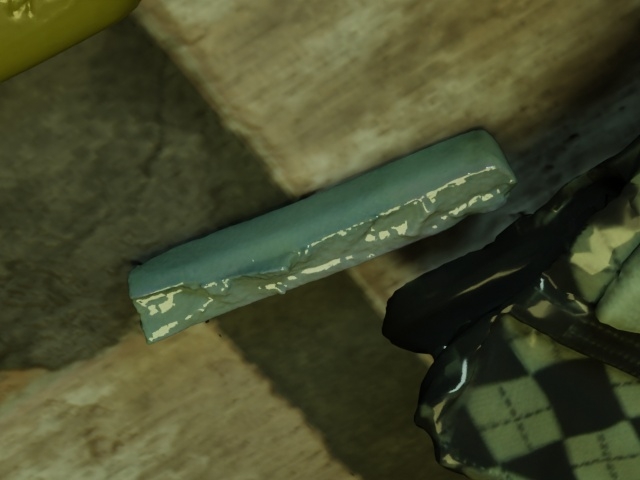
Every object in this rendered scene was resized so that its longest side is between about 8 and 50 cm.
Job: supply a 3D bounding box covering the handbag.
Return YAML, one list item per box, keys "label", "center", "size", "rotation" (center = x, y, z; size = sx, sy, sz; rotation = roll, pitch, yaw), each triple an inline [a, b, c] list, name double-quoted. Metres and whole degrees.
- label: "handbag"
  center: [0.253, -0.018, 0.616]
  size: [0.317, 0.180, 0.416]
  rotation: [22, 123, -27]

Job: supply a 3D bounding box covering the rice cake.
- label: "rice cake"
  center: [0.000, 0.000, 0.654]
  size: [0.180, 0.042, 0.030]
  rotation: [-21, 129, 3]

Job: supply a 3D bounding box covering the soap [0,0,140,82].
- label: "soap"
  center: [-0.129, -0.096, 0.538]
  size: [0.140, 0.045, 0.089]
  rotation: [-26, 127, 8]
